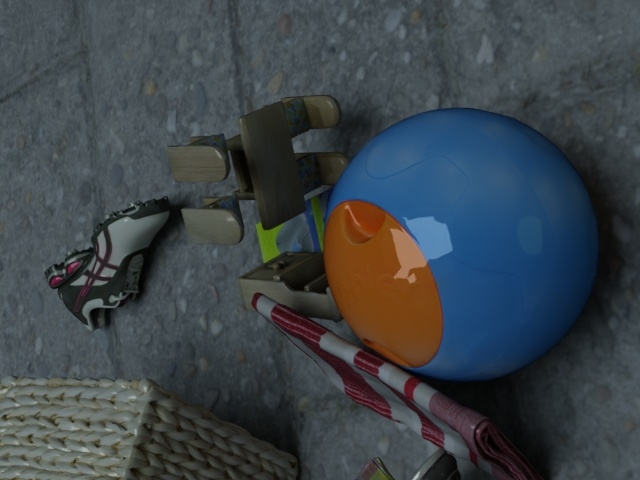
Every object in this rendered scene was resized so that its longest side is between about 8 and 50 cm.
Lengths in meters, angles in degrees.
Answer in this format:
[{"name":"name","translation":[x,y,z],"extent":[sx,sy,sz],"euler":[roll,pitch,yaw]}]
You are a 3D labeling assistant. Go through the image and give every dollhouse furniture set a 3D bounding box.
[{"name":"dollhouse furniture set","translation":[-0.029,-0.040,1.298],"extent":[0.161,0.212,0.242],"euler":[3,113,41]}]

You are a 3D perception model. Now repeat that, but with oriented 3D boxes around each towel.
[{"name":"towel","translation":[0.085,0.177,1.219],"extent":[0.329,0.237,0.037],"euler":[26,76,38]},{"name":"towel","translation":[0.063,0.320,1.361],"extent":[0.060,0.009,0.083],"euler":[47,115,32]}]

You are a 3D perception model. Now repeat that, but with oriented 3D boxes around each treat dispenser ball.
[{"name":"treat dispenser ball","translation":[0.146,0.005,1.147],"extent":[0.288,0.288,0.288],"euler":[-5,82,39]}]

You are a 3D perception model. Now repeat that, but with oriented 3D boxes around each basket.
[{"name":"basket","translation":[-0.246,0.349,1.382],"extent":[0.328,0.331,0.266],"euler":[-5,60,38]}]

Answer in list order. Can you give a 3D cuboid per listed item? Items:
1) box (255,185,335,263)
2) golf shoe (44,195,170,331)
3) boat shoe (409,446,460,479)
[{"name":"box","translation":[0.000,0.000,1.426],"extent":[0.178,0.042,0.109],"euler":[-25,71,36]},{"name":"golf shoe","translation":[-0.299,0.030,1.645],"extent":[0.273,0.105,0.120],"euler":[-38,78,36]},{"name":"boat shoe","translation":[0.108,0.372,1.234],"extent":[0.095,0.112,0.335],"euler":[33,126,19]}]
